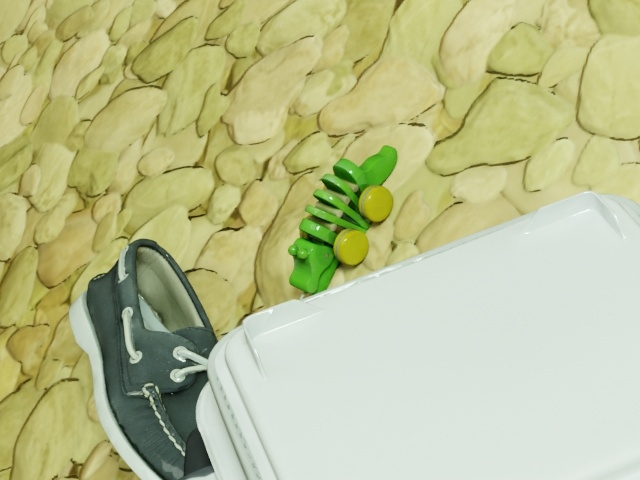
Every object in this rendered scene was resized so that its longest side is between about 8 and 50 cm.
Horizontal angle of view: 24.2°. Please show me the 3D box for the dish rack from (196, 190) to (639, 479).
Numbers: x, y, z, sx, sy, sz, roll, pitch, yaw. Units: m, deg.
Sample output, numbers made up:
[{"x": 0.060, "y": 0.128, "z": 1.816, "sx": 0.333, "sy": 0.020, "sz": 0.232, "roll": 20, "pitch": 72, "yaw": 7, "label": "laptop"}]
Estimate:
[{"x": 0.098, "y": 0.084, "z": 0.880, "sx": 0.333, "sy": 0.072, "sz": 0.285, "roll": -20, "pitch": 35, "yaw": -8, "label": "dish rack"}]

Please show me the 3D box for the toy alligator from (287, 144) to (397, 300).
[{"x": 0.000, "y": 0.000, "z": 1.168, "sx": 0.056, "sy": 0.051, "sz": 0.189, "roll": 24, "pitch": 81, "yaw": 48, "label": "toy alligator"}]

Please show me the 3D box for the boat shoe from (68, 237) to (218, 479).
[{"x": -0.118, "y": 0.101, "z": 1.166, "sx": 0.091, "sy": 0.114, "sz": 0.302, "roll": -52, "pitch": 42, "yaw": 12, "label": "boat shoe"}]

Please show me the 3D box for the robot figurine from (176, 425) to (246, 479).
[{"x": -0.028, "y": 0.249, "z": 0.947, "sx": 0.209, "sy": 0.174, "sz": 0.278, "roll": 127, "pitch": 148, "yaw": -47, "label": "robot figurine"}]
